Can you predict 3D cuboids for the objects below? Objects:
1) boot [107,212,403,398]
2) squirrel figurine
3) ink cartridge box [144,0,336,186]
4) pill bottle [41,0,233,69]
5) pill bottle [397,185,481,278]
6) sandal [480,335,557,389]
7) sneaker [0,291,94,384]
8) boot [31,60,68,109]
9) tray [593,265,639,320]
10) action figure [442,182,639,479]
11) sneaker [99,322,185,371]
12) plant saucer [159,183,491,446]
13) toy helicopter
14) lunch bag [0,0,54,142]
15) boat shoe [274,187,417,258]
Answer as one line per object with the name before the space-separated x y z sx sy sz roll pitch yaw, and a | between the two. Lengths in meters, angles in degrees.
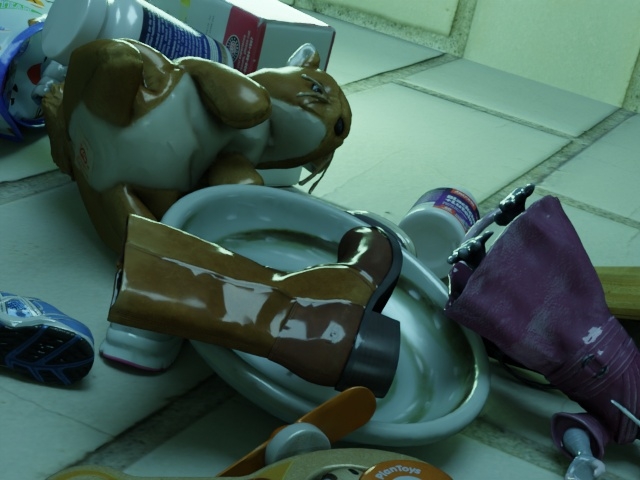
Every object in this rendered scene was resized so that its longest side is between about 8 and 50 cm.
boot | -0.064 0.036 1.195 0.280 0.096 0.264 17 38 -8
squirrel figurine | -0.163 -0.163 1.628 0.370 0.281 0.397 -17 16 -28
ink cartridge box | -0.174 -0.289 2.017 0.160 0.279 0.385 -4 27 -39
pill bottle | -0.273 -0.277 1.778 0.265 0.153 0.153 24 10 -40
pill bottle | 0.182 -0.020 1.783 0.108 0.108 0.193 18 22 11
sandal | 0.289 0.148 1.454 0.255 0.097 0.054 20 48 19
sneaker | -0.337 0.093 1.244 0.211 0.080 0.081 21 14 -7
boot | -0.340 -0.180 1.864 0.095 0.123 0.258 -10 -46 49
tray | 0.509 0.082 1.556 0.203 0.076 0.411 8 -4 -13
action figure | 0.286 0.134 1.343 0.370 0.248 0.276 49 -10 0
sneaker | -0.167 0.054 1.378 0.103 0.111 0.252 16 21 6
plant saucer | -0.009 0.097 1.305 0.400 0.100 0.400 22 29 -13
toy helicopter | -0.058 0.216 1.010 0.355 0.140 0.235 3 25 -4
lunch bag | -0.567 -0.305 1.894 0.328 0.238 0.385 18 14 6
boat shoe | 0.000 0.000 1.645 0.285 0.102 0.092 23 28 33
